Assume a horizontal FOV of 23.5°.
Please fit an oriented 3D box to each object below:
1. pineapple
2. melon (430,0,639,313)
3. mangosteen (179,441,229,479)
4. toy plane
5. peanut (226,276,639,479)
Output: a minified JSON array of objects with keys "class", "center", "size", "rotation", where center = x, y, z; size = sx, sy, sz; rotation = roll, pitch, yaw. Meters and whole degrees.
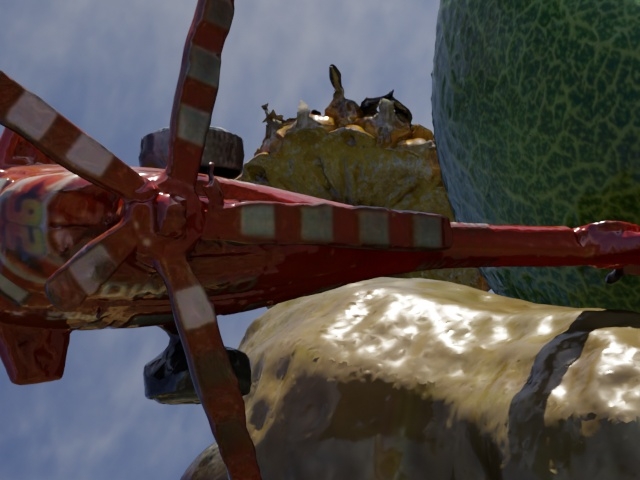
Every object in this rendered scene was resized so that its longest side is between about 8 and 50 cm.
[{"class":"pineapple","center":[0.026,-0.006,1.019],"size":[0.047,0.221,0.221],"rotation":[-57,-25,-58]},{"class":"melon","center":[0.145,0.012,0.532],"size":[0.129,0.265,0.169],"rotation":[-58,12,8]},{"class":"mangosteen","center":[0.018,0.185,0.840],"size":[0.231,0.231,0.289],"rotation":[21,-93,-63]},{"class":"toy plane","center":[-0.001,-0.008,0.358],"size":[0.194,0.077,0.126],"rotation":[-20,-92,-22]},{"class":"peanut","center":[0.042,0.061,0.413],"size":[0.108,0.226,0.095],"rotation":[-2,-86,-33]}]
